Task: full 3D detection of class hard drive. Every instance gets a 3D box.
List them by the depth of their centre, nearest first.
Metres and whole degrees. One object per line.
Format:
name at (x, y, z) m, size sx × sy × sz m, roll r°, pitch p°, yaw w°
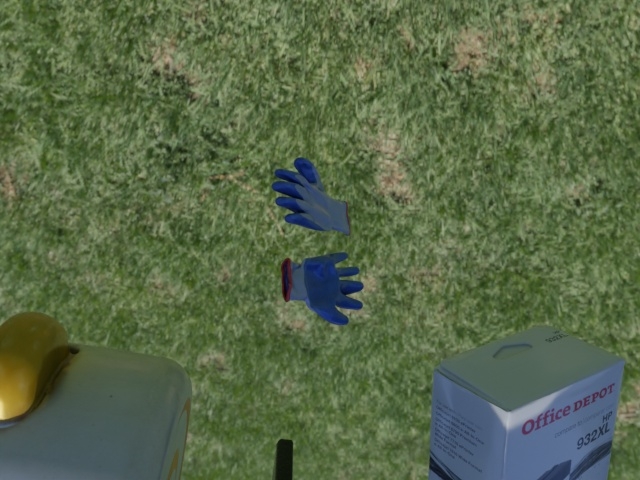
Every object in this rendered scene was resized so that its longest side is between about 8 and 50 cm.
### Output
hard drive at (-0.053, 0.332, 0.793) m, size 0.022 × 0.094 × 0.135 m, roll 6°, pitch 112°, yaw -4°

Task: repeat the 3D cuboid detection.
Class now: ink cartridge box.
ink cartridge box at (0.263, 0.294, 0.834) m, size 0.223 × 0.129 × 0.307 m, roll -12°, pitch 110°, yaw -31°

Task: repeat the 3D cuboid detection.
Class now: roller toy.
roller toy at (-0.168, 0.158, 0.391) m, size 0.146 × 0.191 × 0.209 m, roll 10°, pitch 154°, yaw -5°

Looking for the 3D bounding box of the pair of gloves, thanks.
pair of gloves at (0.000, 0.000, 0.756) m, size 0.023 × 0.198 × 0.159 m, roll -14°, pitch 162°, yaw 31°
